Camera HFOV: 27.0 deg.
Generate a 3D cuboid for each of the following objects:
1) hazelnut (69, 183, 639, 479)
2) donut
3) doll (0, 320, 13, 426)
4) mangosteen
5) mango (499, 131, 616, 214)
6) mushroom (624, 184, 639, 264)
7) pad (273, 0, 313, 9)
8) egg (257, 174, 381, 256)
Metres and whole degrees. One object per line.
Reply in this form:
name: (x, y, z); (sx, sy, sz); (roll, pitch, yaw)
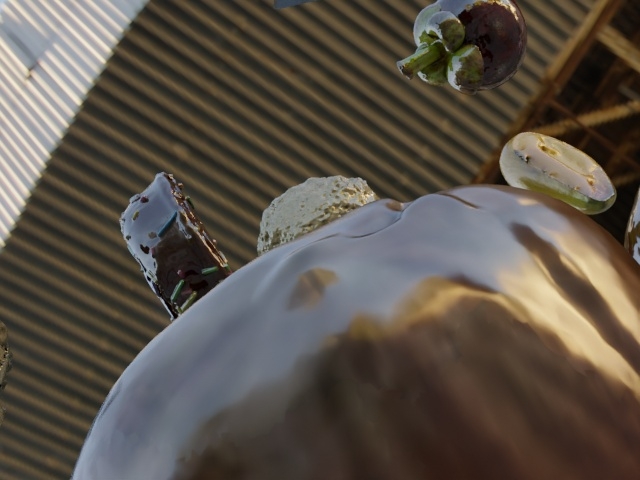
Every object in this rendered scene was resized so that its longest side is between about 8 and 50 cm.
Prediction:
hazelnut: (0.052, 0.148, 0.664); (0.372, 0.315, 0.372); (-17, -61, -35)
donut: (-0.142, 0.039, 1.486); (0.089, 0.235, 0.235); (-32, -45, -5)
doll: (-0.507, 0.248, 1.682); (0.247, 0.247, 0.350); (21, -96, -44)
mangosteen: (0.189, -0.274, 1.782); (0.181, 0.156, 0.146); (0, -70, -34)
mango: (0.269, -0.072, 1.508); (0.101, 0.187, 0.066); (-6, -65, -30)
mushroom: (0.336, 0.092, 0.769); (0.331, 0.334, 0.356); (16, -106, -19)
pad: (0.029, -0.354, 1.643); (0.193, 0.116, 0.004); (-7, -21, 22)
egg: (0.000, 0.000, 1.266); (0.140, 0.118, 0.116); (-40, -86, 2)
